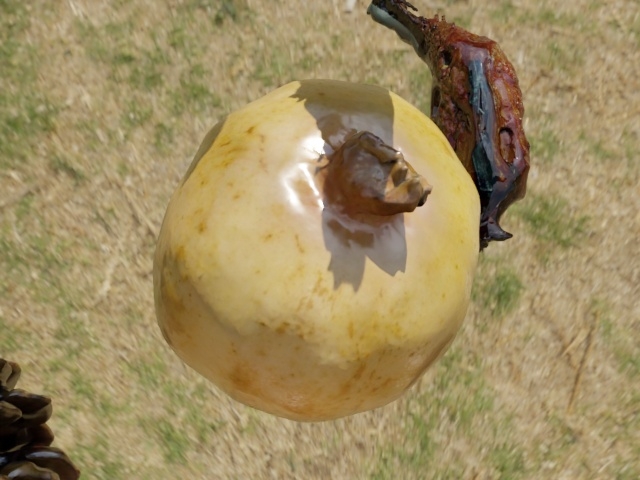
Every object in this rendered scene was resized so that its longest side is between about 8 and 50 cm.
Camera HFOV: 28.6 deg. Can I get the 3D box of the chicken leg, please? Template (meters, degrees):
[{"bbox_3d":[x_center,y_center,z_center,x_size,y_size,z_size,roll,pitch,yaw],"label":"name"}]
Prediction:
[{"bbox_3d":[0.098,-0.110,0.944,0.051,0.106,0.253,9,54,-38],"label":"chicken leg"}]

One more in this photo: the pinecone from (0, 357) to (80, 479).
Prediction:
[{"bbox_3d":[-0.211,0.145,0.616,0.184,0.179,0.205,-27,72,16],"label":"pinecone"}]

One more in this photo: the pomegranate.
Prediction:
[{"bbox_3d":[-0.005,0.006,0.751,0.207,0.207,0.207,-1,72,2],"label":"pomegranate"}]
